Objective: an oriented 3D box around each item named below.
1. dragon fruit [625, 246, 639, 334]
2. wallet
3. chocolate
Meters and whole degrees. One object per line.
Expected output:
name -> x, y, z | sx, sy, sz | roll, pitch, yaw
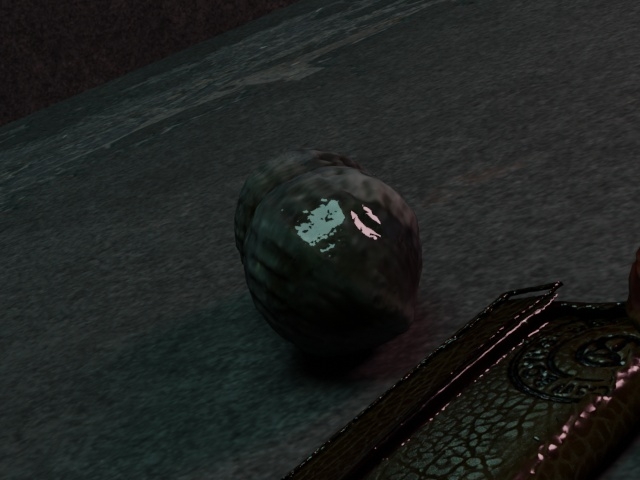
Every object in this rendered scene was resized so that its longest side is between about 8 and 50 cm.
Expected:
dragon fruit -> 0.212, -0.007, 0.318 | 0.277, 0.277, 0.342 | -23, 29, -8
wallet -> 0.059, 0.088, 0.602 | 0.133, 0.039, 0.243 | 0, 26, 48
chocolate -> 0.000, 0.000, 0.836 | 0.110, 0.110, 0.248 | -22, 12, -5
